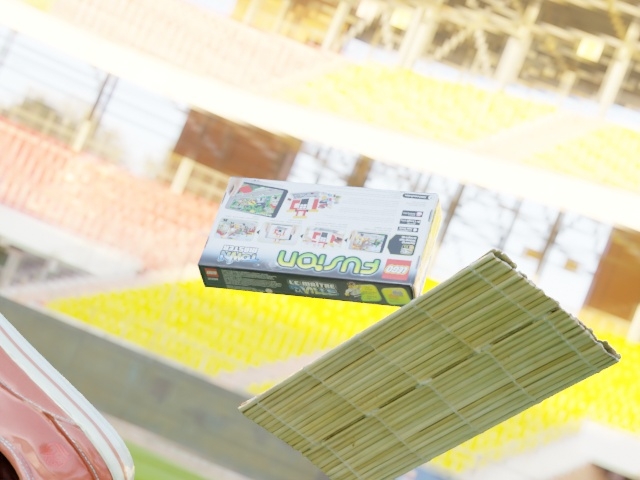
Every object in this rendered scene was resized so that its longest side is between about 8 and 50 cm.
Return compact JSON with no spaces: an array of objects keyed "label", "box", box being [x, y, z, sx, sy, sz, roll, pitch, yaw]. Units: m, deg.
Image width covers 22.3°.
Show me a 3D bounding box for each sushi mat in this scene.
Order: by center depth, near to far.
[{"label":"sushi mat","box":[0.086,0.120,1.373,0.151,0.019,0.316,42,-52,-19]}]

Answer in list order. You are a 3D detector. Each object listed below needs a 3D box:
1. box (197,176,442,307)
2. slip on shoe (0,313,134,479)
[{"label":"box","box":[0.000,0.000,1.509,0.207,0.114,0.036,6,-39,17]},{"label":"slip on shoe","box":[-0.282,0.093,1.148,0.331,0.101,0.123,41,-40,7]}]
